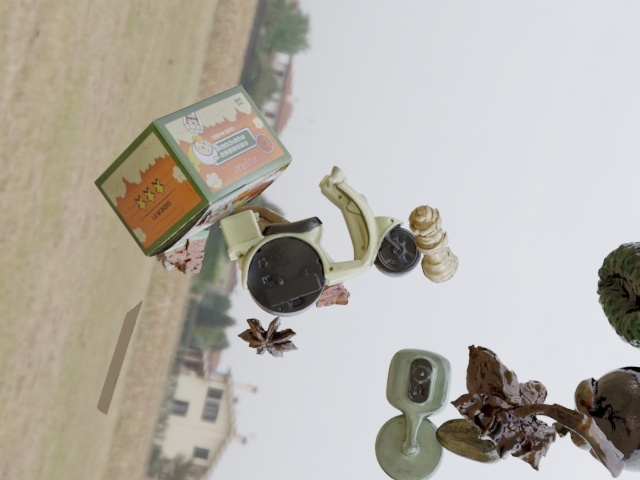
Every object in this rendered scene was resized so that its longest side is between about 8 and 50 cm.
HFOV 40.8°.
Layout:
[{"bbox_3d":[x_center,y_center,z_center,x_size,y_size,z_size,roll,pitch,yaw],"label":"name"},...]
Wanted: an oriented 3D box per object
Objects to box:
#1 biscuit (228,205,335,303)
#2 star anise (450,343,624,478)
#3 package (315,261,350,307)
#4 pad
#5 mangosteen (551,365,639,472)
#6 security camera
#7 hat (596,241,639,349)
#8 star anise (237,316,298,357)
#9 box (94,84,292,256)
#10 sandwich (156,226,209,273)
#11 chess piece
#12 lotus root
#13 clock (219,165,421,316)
[{"bbox_3d":[-0.091,0.037,2.180,0.046,0.359,0.359,-55,176,-26],"label":"biscuit"},{"bbox_3d":[0.385,0.324,1.561,0.237,0.346,0.148,-5,120,-51],"label":"star anise"},{"bbox_3d":[0.029,0.100,1.944,0.033,0.077,0.110,18,-71,55],"label":"package"},{"bbox_3d":[-0.296,0.175,1.266,0.265,0.009,0.159,153,-46,-71],"label":"pad"},{"bbox_3d":[0.581,0.353,1.696,0.211,0.250,0.211,-10,90,-66],"label":"mangosteen"},{"bbox_3d":[0.212,0.395,1.940,0.080,0.157,0.301,75,24,-76],"label":"security camera"},{"bbox_3d":[0.824,0.120,1.961,0.274,0.332,0.242,-108,-154,-48],"label":"hat"},{"bbox_3d":[-0.137,0.258,2.269,0.168,0.168,0.057,111,-9,-48],"label":"star anise"},{"bbox_3d":[-0.179,-0.098,1.241,0.177,0.148,0.195,-34,-179,40],"label":"box"},{"bbox_3d":[-0.325,-0.028,1.925,0.292,0.109,0.212,-160,-119,-67],"label":"sandwich"},{"bbox_3d":[0.169,0.000,1.302,0.172,0.060,0.060,62,33,-56],"label":"chess piece"},{"bbox_3d":[0.327,0.423,1.832,0.080,0.179,0.089,-33,121,-42],"label":"lotus root"},{"bbox_3d":[0.000,0.000,1.813,0.120,0.379,0.276,113,-46,-76],"label":"clock"}]
